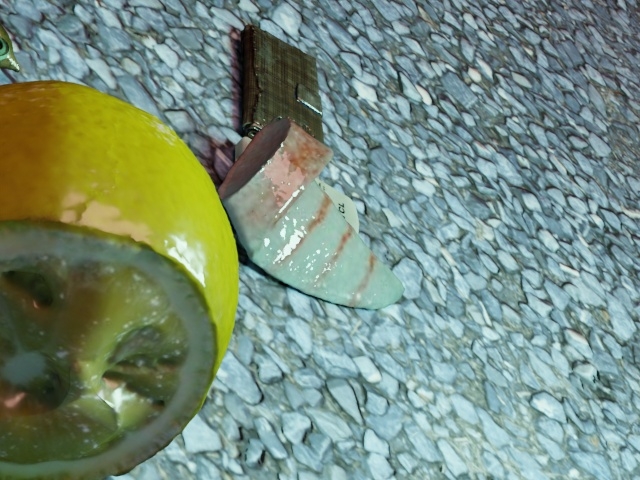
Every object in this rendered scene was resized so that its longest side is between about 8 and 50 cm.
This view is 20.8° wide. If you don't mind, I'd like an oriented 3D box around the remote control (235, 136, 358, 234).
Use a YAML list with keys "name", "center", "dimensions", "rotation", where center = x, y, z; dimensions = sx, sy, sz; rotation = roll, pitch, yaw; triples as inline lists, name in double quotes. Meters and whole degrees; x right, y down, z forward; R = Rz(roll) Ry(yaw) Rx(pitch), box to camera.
- name: "remote control"
  center: [-0.029, -0.060, 2.239]
  dimensions: [0.190, 0.029, 0.087]
  rotation: [31, 33, -25]

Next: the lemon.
- name: "lemon"
  center: [-0.246, 0.013, 1.567]
  dimensions: [0.364, 0.364, 0.364]
  rotation: [31, 32, -23]

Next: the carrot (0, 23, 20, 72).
- name: "carrot"
  center: [-0.454, -0.326, 2.004]
  dimensions: [0.342, 0.070, 0.070]
  rotation: [51, 30, 8]

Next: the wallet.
- name: "wallet"
  center: [-0.054, -0.197, 2.365]
  dimensions: [0.124, 0.042, 0.230]
  rotation: [26, 34, -24]

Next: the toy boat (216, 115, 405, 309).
- name: "toy boat"
  center: [0.000, 0.000, 2.156]
  dimensions: [0.282, 0.096, 0.206]
  rotation: [50, 46, -24]

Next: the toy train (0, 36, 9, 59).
- name: "toy train"
  center: [-0.431, -0.175, 1.825]
  dimensions: [0.157, 0.105, 0.253]
  rotation: [28, 31, -2]
